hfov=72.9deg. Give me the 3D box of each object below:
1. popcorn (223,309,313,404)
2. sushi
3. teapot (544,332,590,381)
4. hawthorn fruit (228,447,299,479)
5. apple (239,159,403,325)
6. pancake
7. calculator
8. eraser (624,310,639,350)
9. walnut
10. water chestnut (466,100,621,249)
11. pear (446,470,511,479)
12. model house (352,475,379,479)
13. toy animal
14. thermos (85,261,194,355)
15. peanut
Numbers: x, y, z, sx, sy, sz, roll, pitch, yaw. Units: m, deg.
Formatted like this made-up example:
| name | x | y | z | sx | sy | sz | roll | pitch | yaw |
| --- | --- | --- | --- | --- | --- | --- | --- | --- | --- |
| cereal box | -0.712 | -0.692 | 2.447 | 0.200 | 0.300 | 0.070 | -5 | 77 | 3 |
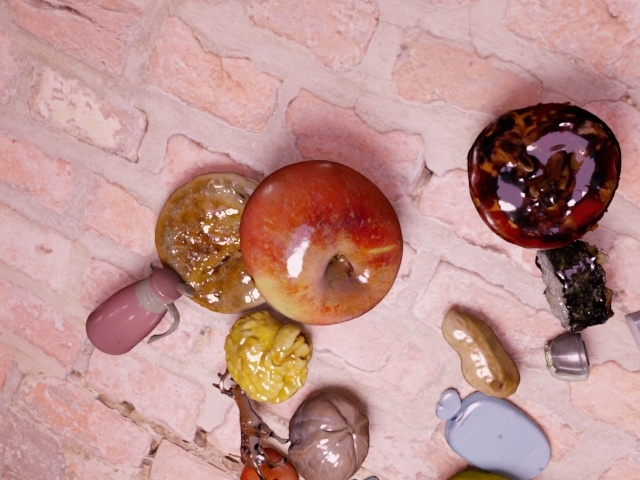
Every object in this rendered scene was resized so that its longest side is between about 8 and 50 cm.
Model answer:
| name | x | y | z | sx | sy | sz | roll | pitch | yaw |
| --- | --- | --- | --- | --- | --- | --- | --- | --- | --- |
| popcorn | -0.122 | 0.276 | 1.057 | 0.203 | 0.200 | 0.226 | -31 | 54 | 32 |
| sushi | 0.550 | 0.089 | 0.942 | 0.114 | 0.147 | 0.213 | -25 | 112 | 8 |
| teapot | 0.563 | 0.276 | 0.991 | 0.090 | 0.092 | 0.124 | -12 | 91 | 29 |
| hawthorn fruit | -0.155 | 0.631 | 1.169 | 0.162 | 0.162 | 0.203 | -45 | 75 | 15 |
| apple | 0.000 | 0.000 | 0.924 | 0.347 | 0.277 | 0.349 | -7 | 112 | -17 |
| pancake | -0.247 | 0.012 | 1.096 | 0.385 | 0.082 | 0.388 | 3 | 105 | 11 |
| calculator | 0.423 | 0.481 | 1.075 | 0.302 | 0.042 | 0.189 | 31 | 105 | 1 |
| eraser | 0.800 | 0.172 | 0.947 | 0.212 | 0.046 | 0.092 | -26 | 94 | 14 |
| walnut | 0.016 | 0.491 | 1.075 | 0.223 | 0.224 | 0.225 | 2 | 100 | 10 |
| water chestnut | 0.436 | -0.122 | 0.848 | 0.299 | 0.300 | 0.301 | 2 | 100 | 10 |
| pear | 0.409 | 0.721 | 1.012 | 0.287 | 0.287 | 0.376 | -30 | 108 | 14 |
| model house | 0.076 | 0.824 | 1.058 | 0.252 | 0.329 | 0.295 | 45 | 106 | 4 |
| toy animal | -0.188 | 0.469 | 1.098 | 0.259 | 0.087 | 0.244 | 9 | 94 | 45 |
| thermos | -0.457 | 0.183 | 1.111 | 0.264 | 0.146 | 0.177 | -34 | 82 | 24 |
| peanut | 0.369 | 0.266 | 1.013 | 0.120 | 0.110 | 0.237 | -39 | 89 | 23 |
